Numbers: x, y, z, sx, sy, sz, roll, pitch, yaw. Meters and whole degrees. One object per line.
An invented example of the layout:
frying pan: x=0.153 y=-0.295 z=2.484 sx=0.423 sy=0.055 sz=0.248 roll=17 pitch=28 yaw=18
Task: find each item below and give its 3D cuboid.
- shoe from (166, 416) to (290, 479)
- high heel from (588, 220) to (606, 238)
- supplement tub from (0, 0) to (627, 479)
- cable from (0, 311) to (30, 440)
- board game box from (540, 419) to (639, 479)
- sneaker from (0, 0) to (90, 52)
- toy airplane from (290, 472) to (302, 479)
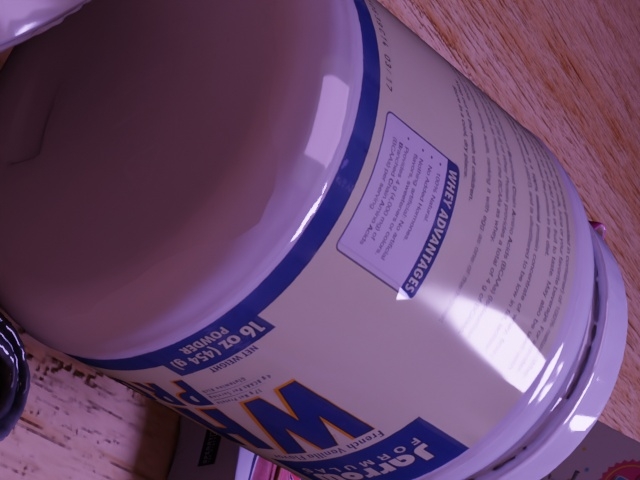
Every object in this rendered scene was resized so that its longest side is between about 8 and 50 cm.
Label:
shoe: x=-0.046 y=0.137 z=1.139 sx=0.178 sy=0.063 sz=0.081 roll=-73 pitch=147 yaw=-47
high heel: x=0.241 y=0.077 z=1.924 sx=0.244 sy=0.117 sz=0.082 roll=-83 pitch=153 yaw=-47
supplement tub: x=0.000 y=0.000 z=0.999 sx=0.325 sy=0.235 sz=0.235 roll=34 pitch=44 yaw=-44
cable: x=-0.189 y=0.027 z=0.776 sx=0.287 sy=0.072 sz=0.139 roll=56 pitch=33 yaw=-48
board game box: x=0.287 y=0.263 z=1.659 sx=0.097 sy=0.303 sz=0.224 roll=-53 pitch=142 yaw=-13
sneaker: x=-0.173 y=-0.194 z=0.920 sx=0.150 sy=0.135 sz=0.366 roll=59 pitch=16 yaw=-23
toy airplane: x=-0.036 y=0.121 z=1.225 sx=0.151 sy=0.028 sz=0.151 roll=-13 pitch=90 yaw=-70
